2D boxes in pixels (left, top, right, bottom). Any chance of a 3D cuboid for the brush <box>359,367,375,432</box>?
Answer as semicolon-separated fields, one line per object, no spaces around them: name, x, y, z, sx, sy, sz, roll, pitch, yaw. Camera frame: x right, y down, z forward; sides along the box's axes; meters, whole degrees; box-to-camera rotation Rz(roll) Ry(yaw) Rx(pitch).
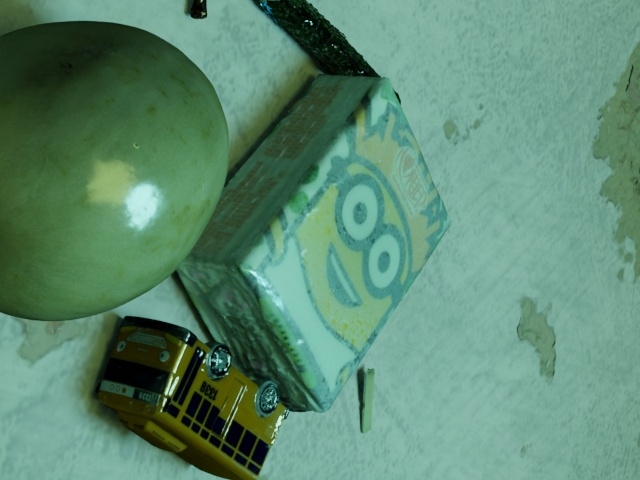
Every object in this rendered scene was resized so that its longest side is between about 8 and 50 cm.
brush;0.055;0.192;1.975;0.016;0.013;0.083;-20;120;-43

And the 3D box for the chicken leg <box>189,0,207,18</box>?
chicken leg;-0.111;-0.297;1.660;0.062;0.037;0.145;46;59;-61

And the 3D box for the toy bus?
toy bus;-0.132;0.163;1.668;0.201;0.098;0.114;44;63;-48

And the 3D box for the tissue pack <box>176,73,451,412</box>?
tissue pack;0.000;0.000;1.779;0.311;0.128;0.228;-53;134;-33

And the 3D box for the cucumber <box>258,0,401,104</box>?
cucumber;0.009;-0.214;1.812;0.257;0.043;0.044;39;45;-45

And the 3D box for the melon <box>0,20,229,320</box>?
melon;-0.212;-0.061;1.394;0.308;0.272;0.272;-23;116;-32
